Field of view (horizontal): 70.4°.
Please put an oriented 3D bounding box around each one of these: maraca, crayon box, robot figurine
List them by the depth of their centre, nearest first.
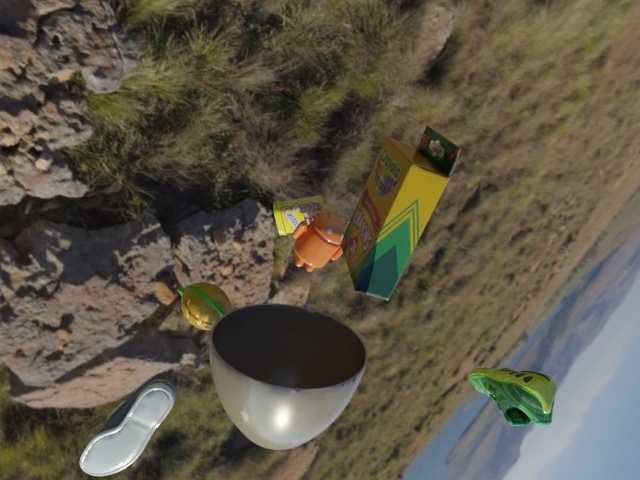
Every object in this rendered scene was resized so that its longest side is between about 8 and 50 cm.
[{"bbox_3d":[0.143,-0.071,0.902,0.081,0.202,0.319,17,112,-13],"label":"crayon box"},{"bbox_3d":[-0.272,0.150,1.049,0.099,0.185,0.127,-44,112,-30],"label":"maraca"},{"bbox_3d":[-0.002,-0.001,1.468,0.219,0.158,0.128,-51,168,25],"label":"robot figurine"}]

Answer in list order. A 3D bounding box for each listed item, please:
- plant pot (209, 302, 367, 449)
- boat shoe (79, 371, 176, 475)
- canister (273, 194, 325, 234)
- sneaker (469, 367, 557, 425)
[{"bbox_3d":[-0.071,0.266,0.846,0.284,0.284,0.191,-11,118,-50],"label":"plant pot"},{"bbox_3d":[-0.476,0.460,1.143,0.116,0.099,0.319,40,98,-18],"label":"boat shoe"},{"bbox_3d":[-0.069,-0.090,1.586,0.169,0.073,0.126,-9,128,3],"label":"canister"},{"bbox_3d":[0.435,0.364,1.063,0.295,0.109,0.124,116,-22,-78],"label":"sneaker"}]
